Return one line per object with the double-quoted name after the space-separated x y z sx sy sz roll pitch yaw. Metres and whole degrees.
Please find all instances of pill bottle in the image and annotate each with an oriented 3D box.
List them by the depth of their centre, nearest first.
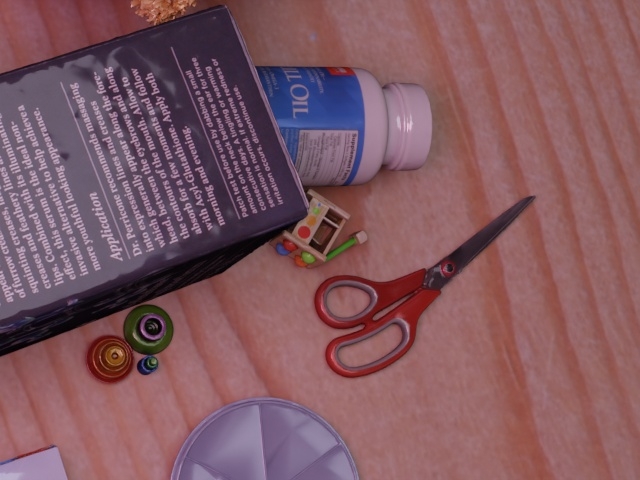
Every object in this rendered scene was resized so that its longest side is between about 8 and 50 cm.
-0.005 -0.117 1.874 0.221 0.124 0.124 -2 80 -20 "pill bottle"

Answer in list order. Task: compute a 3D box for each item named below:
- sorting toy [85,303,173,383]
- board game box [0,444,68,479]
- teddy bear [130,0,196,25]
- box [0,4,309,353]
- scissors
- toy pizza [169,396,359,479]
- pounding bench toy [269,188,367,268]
-0.182 0.105 1.814 0.102 0.042 0.061 -39 93 -21 "sorting toy"
-0.345 0.379 1.682 0.302 0.086 0.308 -16 85 -21 "board game box"
-0.138 -0.290 1.711 0.338 0.113 0.245 -15 41 -17 "teddy bear"
-0.258 -0.027 1.681 0.395 0.293 0.212 -20 86 -21 "box"
0.124 0.049 1.943 0.297 0.021 0.109 -23 85 -22 "scissors"
-0.056 0.257 1.832 0.201 0.032 0.201 4 77 -19 "toy pizza"
0.000 0.000 1.890 0.083 0.052 0.065 33 71 -10 "pounding bench toy"
